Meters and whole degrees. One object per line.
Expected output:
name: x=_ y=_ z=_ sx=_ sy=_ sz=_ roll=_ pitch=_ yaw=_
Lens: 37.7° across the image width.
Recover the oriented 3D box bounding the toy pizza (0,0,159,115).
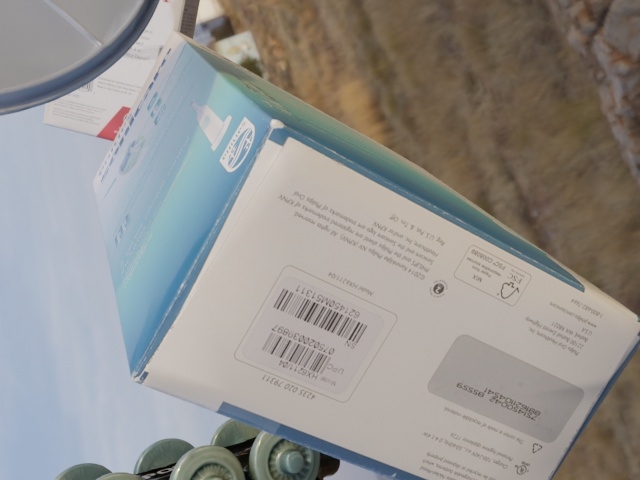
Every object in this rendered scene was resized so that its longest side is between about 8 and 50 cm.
toy pizza: x=-0.165 y=-0.135 z=0.391 sx=0.032 sy=0.201 sz=0.201 roll=-47 pitch=59 yaw=59

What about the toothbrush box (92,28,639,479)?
toothbrush box: x=0.000 y=0.000 z=0.534 sx=0.216 sy=0.126 sz=0.295 roll=26 pitch=-169 yaw=-24

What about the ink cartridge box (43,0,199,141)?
ink cartridge box: x=-0.159 y=-0.150 z=0.759 sx=0.056 sy=0.099 sz=0.135 roll=-54 pitch=-22 yaw=-77

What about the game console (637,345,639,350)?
game console: x=0.327 y=0.089 z=0.672 sx=0.085 sy=0.144 sz=0.124 roll=89 pitch=159 yaw=-62

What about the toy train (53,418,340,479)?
toy train: x=-0.116 y=0.287 z=0.899 sx=0.142 sy=0.334 sz=0.190 roll=-13 pitch=88 yaw=57
